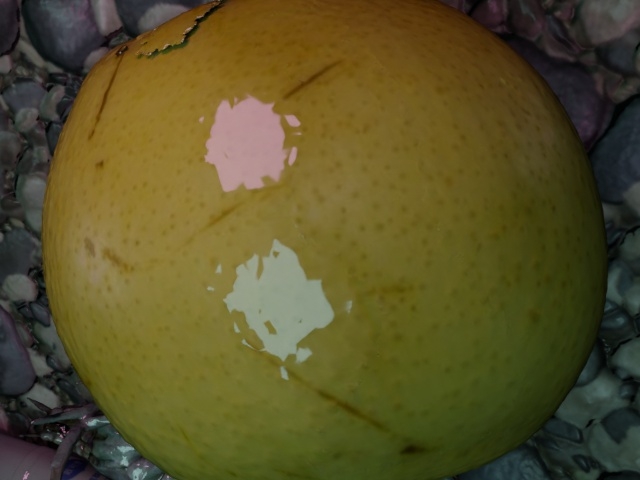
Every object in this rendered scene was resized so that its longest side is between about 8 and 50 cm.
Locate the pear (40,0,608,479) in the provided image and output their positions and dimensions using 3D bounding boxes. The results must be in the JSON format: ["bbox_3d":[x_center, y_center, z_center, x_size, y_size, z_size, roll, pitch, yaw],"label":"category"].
[{"bbox_3d":[0.000,0.000,0.531,0.349,0.348,0.348,6,111,17],"label":"pear"}]

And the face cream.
[{"bbox_3d":[-0.296,0.252,0.863,0.250,0.077,0.077,12,112,15],"label":"face cream"}]

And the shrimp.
[{"bbox_3d":[-0.087,0.199,0.738,0.411,0.166,0.221,10,79,1],"label":"shrimp"}]
